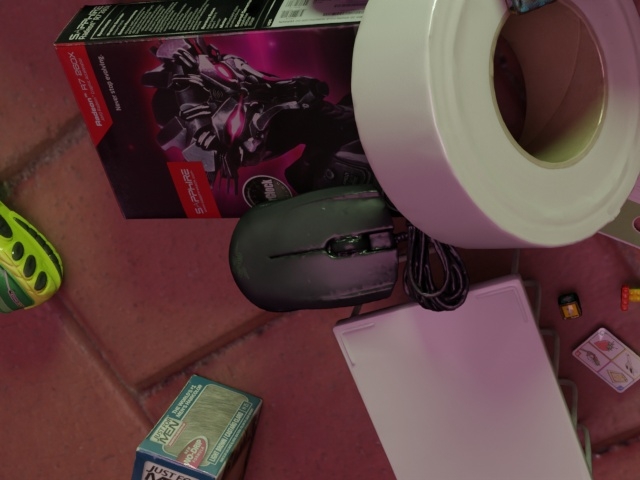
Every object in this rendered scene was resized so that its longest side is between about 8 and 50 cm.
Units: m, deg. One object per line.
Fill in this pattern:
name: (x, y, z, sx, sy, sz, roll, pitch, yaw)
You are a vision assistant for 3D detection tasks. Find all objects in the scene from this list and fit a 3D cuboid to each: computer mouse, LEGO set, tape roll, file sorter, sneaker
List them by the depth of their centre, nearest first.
tape roll: (0.166, -0.134, 0.804, 0.100, 0.286, 0.286, -1, 117, 55)
computer mouse: (0.000, 0.000, 0.899, 0.272, 0.072, 0.189, -16, 87, 36)
LEGO set: (0.377, 0.115, 0.979, 0.244, 0.060, 0.182, 39, 117, -6)
file sorter: (0.169, 0.153, 0.992, 0.192, 0.173, 0.278, -17, 107, 21)
sneaker: (-0.454, -0.025, 1.138, 0.123, 0.109, 0.296, -34, 100, 21)

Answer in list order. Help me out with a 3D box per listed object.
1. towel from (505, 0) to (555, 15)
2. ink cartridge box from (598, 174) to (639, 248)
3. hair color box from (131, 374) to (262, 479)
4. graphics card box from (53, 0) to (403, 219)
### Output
towel: (0.202, -0.393, 0.696, 0.271, 0.040, 0.370, -23, 100, -7)
ink cartridge box: (0.383, -0.077, 0.903, 0.171, 0.056, 0.235, 22, 140, 7)
hair color box: (-0.179, 0.370, 1.185, 0.105, 0.174, 0.347, 18, 116, 8)
graphics card box: (-0.065, -0.135, 0.954, 0.370, 0.094, 0.233, 0, 130, 15)
